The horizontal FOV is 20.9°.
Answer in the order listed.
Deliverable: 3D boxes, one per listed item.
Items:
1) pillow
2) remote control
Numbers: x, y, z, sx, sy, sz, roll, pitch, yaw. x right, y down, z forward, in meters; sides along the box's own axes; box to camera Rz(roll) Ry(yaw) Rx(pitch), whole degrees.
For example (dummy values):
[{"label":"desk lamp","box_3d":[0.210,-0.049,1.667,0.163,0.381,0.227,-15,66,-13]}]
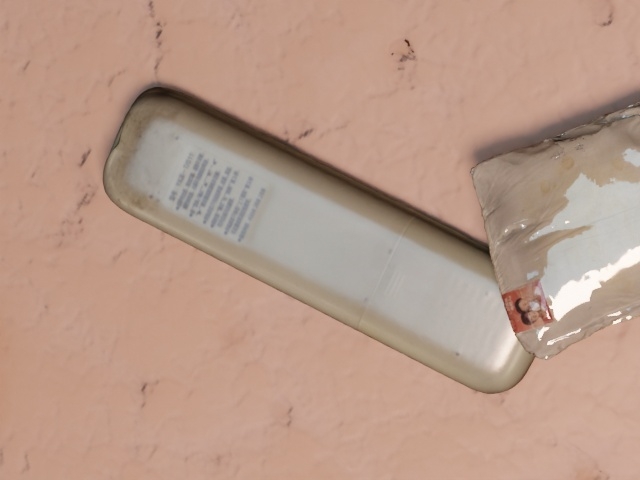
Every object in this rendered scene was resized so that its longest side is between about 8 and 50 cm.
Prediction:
[{"label":"pillow","box_3d":[0.209,-0.023,1.040,0.229,0.051,0.128,-21,81,8]},{"label":"remote control","box_3d":[0.000,-0.001,1.110,0.309,0.038,0.090,26,100,10]}]
